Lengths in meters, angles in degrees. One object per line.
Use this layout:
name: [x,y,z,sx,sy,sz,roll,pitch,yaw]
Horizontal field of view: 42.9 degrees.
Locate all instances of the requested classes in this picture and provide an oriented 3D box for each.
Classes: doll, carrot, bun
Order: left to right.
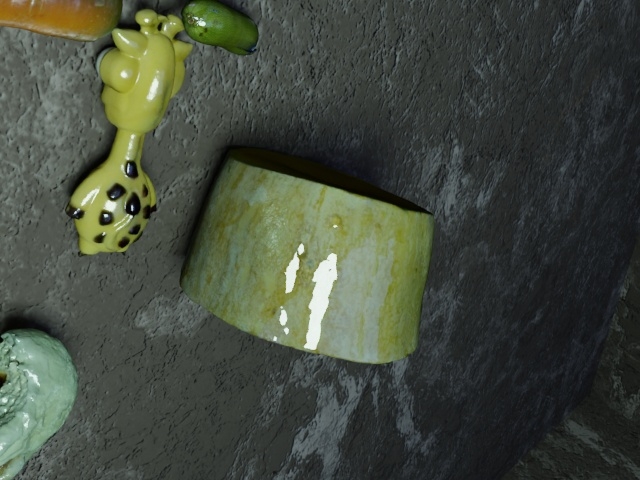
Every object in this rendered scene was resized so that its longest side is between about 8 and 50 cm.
bun: [-0.364,0.198,0.898,0.212,0.126,0.204,-41,160,-2]
carrot: [-0.277,-0.234,0.747,0.193,0.087,0.087,0,116,-46]
doll: [-0.215,-0.113,0.906,0.117,0.086,0.291,-10,123,-53]

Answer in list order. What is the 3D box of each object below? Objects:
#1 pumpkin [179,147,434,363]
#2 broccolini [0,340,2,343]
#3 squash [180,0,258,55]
pumpkin: [0.000,0.000,1.047,0.332,0.332,0.199,-3,117,-49]
broccolini: [-0.459,0.140,0.867,0.254,0.071,0.057,-16,92,-52]
squash: [-0.105,-0.239,0.924,0.052,0.052,0.183,-65,168,10]
